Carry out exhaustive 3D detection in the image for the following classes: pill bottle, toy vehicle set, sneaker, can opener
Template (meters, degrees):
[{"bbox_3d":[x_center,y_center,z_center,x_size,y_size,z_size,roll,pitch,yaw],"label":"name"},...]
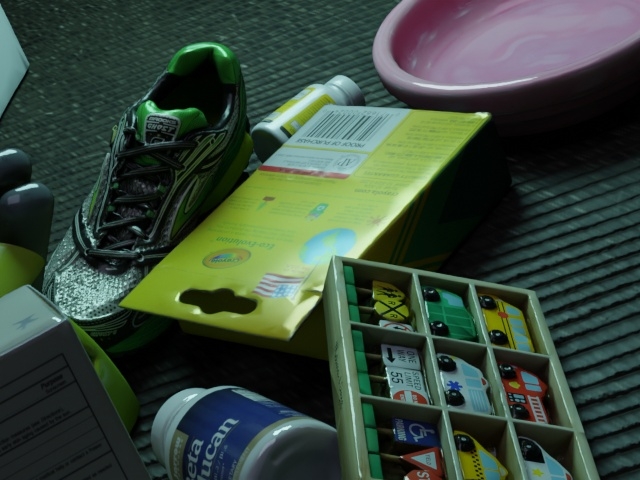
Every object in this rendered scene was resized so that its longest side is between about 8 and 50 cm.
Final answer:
[{"bbox_3d":[-0.010,-0.119,1.491,0.116,0.065,0.065,-39,35,-27],"label":"pill bottle"},{"bbox_3d":[0.092,0.108,1.022,0.166,0.035,0.267,10,30,-10],"label":"toy vehicle set"},{"bbox_3d":[-0.165,-0.045,1.334,0.134,0.146,0.343,15,56,10],"label":"sneaker"},{"bbox_3d":[-0.288,0.037,1.237,0.095,0.283,0.076,-24,66,-28],"label":"can opener"},{"bbox_3d":[-0.055,0.157,1.049,0.094,0.094,0.169,-36,24,-23],"label":"pill bottle"}]

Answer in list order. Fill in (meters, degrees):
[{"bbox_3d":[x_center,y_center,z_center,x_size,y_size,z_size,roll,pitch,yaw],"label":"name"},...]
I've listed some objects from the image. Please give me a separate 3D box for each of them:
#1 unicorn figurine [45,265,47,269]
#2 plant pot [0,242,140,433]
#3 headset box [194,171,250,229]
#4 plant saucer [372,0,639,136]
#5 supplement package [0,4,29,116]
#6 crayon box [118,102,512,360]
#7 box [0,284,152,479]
[{"bbox_3d":[-0.220,0.017,1.425,0.111,0.060,0.162,-8,17,22],"label":"unicorn figurine"},{"bbox_3d":[-0.309,0.133,1.143,0.228,0.207,0.227,-4,34,25],"label":"plant pot"},{"bbox_3d":[-0.114,-0.036,1.457,0.062,0.032,0.083,7,42,39],"label":"headset box"},{"bbox_3d":[0.220,-0.204,1.467,0.332,0.084,0.332,-16,31,10],"label":"plant saucer"},{"bbox_3d":[-0.557,-0.225,1.883,0.293,0.177,0.175,-12,32,14],"label":"supplement package"},{"bbox_3d":[0.000,0.000,1.283,0.202,0.081,0.318,8,41,40],"label":"crayon box"},{"bbox_3d":[-0.195,0.169,0.968,0.149,0.232,0.127,-28,18,-15],"label":"box"}]
